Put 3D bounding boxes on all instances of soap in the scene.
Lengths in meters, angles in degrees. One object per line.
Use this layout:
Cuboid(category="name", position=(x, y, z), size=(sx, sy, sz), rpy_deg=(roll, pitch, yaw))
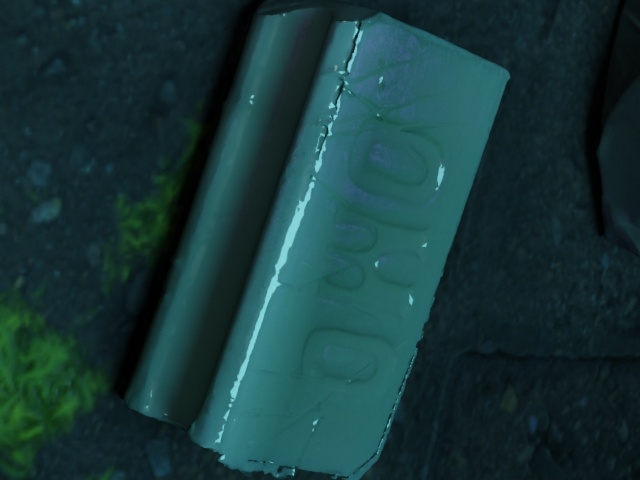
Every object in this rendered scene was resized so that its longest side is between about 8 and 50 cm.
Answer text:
Cuboid(category="soap", position=(0.000, 0.000, 1.114), size=(0.150, 0.094, 0.261), rpy_deg=(17, 92, -44))

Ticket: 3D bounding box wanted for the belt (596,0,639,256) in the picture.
Cuboid(category="belt", position=(0.304, -0.134, 1.327), size=(0.217, 0.122, 0.339), rpy_deg=(22, 88, -45))
